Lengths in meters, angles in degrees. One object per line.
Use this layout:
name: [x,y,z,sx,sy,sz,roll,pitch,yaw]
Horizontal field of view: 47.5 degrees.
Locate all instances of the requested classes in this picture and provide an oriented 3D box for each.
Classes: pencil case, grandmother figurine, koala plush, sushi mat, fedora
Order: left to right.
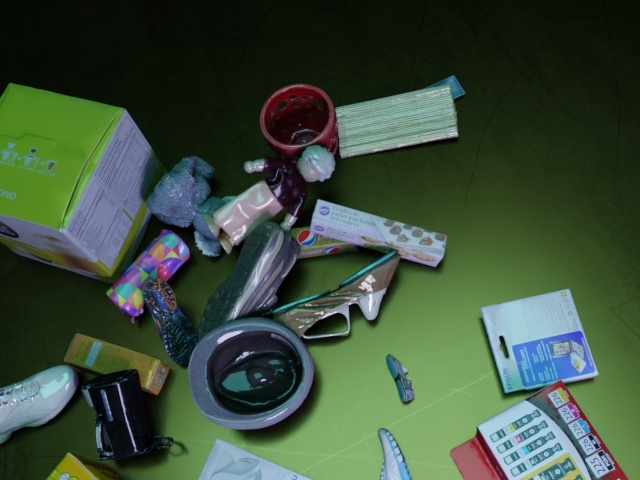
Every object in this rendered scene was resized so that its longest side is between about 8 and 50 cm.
pencil case: [-0.425,0.084,1.808,0.104,0.104,0.236,33,76,21]
koala plush: [-0.303,-0.078,1.827,0.221,0.203,0.196,40,93,-3]
fedora: [-0.155,0.304,1.641,0.275,0.124,0.244,-16,73,-11]
grandmother figurine: [-0.115,-0.116,1.740,0.342,0.208,0.104,-34,42,-3]
sushi mat: [0.199,-0.314,1.911,0.316,0.019,0.152,-10,69,9]

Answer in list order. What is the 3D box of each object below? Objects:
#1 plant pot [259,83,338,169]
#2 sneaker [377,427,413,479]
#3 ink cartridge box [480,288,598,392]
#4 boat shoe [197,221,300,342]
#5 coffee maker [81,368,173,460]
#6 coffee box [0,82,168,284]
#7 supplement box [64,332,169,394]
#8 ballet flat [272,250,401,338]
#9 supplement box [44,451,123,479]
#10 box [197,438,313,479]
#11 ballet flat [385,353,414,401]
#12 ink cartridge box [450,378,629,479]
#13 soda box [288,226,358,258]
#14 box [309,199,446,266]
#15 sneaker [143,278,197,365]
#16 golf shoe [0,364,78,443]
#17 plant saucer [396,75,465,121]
plant pot: [-0.048,-0.275,1.865,0.191,0.174,0.191,-3,65,7]
sneaker: [0.149,0.496,1.547,0.082,0.071,0.191,-24,64,4]
ink cartridge box: [0.483,0.225,1.624,0.208,0.045,0.207,-12,65,3]
boat shoe: [-0.160,0.131,1.713,0.356,0.130,0.132,-57,33,8]
coffee maker: [-0.434,0.384,1.635,0.171,0.120,0.178,-13,97,-11]
coffee box: [-0.632,-0.135,1.810,0.337,0.334,0.338,14,69,15]
supplement box: [-0.485,0.294,1.735,0.233,0.078,0.080,12,69,15]
ballet flat: [0.054,0.150,1.703,0.342,0.116,0.124,-27,85,-3]
supplement box: [-0.546,0.657,1.517,0.195,0.194,0.357,34,75,21]
box: [-0.158,0.589,1.524,0.231,0.127,0.262,18,69,19]
ballet flat: [0.183,0.309,1.645,0.041,0.041,0.114,-20,65,0]
ink cartridge box: [0.451,0.489,1.465,0.271,0.130,0.310,-29,65,-3]
soda box: [0.000,0.000,1.798,0.181,0.058,0.061,-7,65,6]
box: [0.136,-0.016,1.732,0.323,0.067,0.063,16,63,-2]
sneaker: [-0.358,0.193,1.739,0.083,0.087,0.221,-22,94,-20]
golf shoe: [-0.716,0.384,1.696,0.306,0.140,0.115,-32,63,-5]
plant saucer: [0.285,-0.375,1.943,0.192,0.018,0.067,-24,64,-3]
